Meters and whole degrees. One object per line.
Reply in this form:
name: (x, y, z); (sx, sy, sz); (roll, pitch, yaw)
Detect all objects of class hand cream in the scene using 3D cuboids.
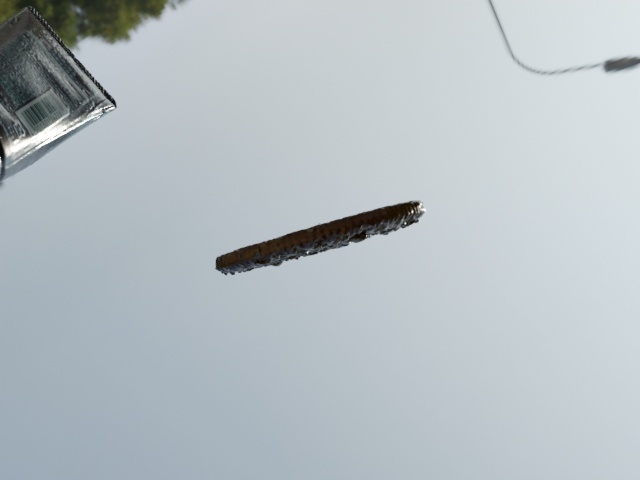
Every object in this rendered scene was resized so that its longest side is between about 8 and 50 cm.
hand cream: (-0.249, -0.115, 0.787); (0.061, 0.120, 0.270); (-36, -166, 25)

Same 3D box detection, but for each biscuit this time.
biscuit: (0.000, 0.000, 1.353); (0.305, 0.038, 0.305); (-16, 179, 0)
